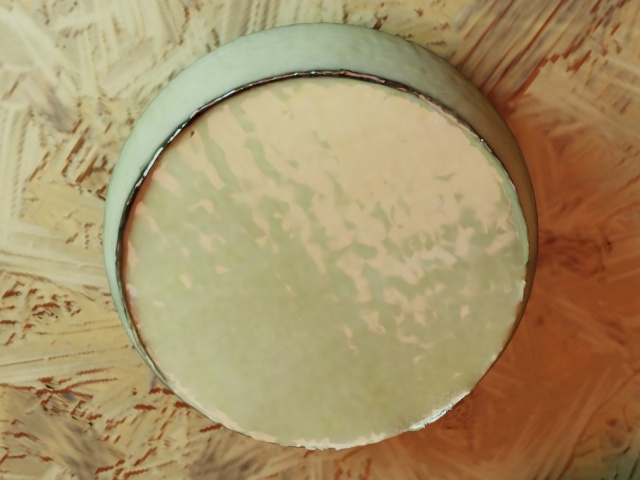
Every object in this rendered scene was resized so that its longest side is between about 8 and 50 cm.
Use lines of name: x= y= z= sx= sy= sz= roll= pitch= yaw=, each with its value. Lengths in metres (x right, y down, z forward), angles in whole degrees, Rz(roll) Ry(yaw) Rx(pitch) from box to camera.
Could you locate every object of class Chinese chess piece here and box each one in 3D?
Chinese chess piece: x=0.000 y=0.000 z=0.914 sx=0.249 sy=0.103 sz=0.250 roll=0 pitch=111 yaw=0
